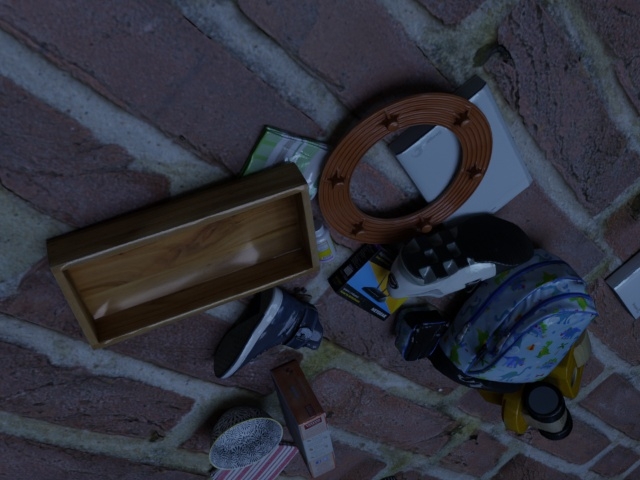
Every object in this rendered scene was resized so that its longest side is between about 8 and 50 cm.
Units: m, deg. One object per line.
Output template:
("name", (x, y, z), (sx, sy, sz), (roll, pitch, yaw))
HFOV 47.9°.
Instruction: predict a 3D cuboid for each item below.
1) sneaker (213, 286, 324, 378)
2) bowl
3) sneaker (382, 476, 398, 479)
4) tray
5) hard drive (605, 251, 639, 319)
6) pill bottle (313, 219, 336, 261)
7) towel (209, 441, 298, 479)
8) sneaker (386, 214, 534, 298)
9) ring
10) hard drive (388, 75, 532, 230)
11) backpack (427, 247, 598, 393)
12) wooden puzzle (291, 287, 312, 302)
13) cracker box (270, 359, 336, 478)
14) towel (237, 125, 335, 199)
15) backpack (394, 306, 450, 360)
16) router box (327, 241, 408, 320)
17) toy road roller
("sneaker", (-0.094, 0.203, 1.419), (0.163, 0.086, 0.226), (26, 112, -36))
("bowl", (-0.174, 0.416, 1.574), (0.170, 0.080, 0.170), (-16, 134, -18))
("sneaker", (0.178, 0.717, 2.090), (0.109, 0.040, 0.043), (-5, 146, -23))
("tray", (-0.212, 0.026, 1.197), (0.411, 0.076, 0.202), (-20, 135, -12))
("hard drive", (0.950, 0.049, 1.947), (0.353, 0.047, 0.233), (-43, 136, 10))
("pill bottle", (0.000, 0.000, 1.336), (0.043, 0.043, 0.083), (-28, 136, -6))
("towel", (-0.153, 0.528, 1.728), (0.197, 0.029, 0.144), (21, 114, -44))
("sneaker", (0.272, 0.042, 1.448), (0.331, 0.122, 0.146), (-9, 152, -25))
("ring", (0.158, -0.113, 1.284), (0.337, 0.032, 0.336), (-13, 138, -12))
("hard drive", (0.277, -0.144, 1.378), (0.203, 0.040, 0.307), (-39, 137, 5))
("backpack", (0.455, 0.188, 1.653), (0.290, 0.273, 0.355), (14, 108, -32))
("wooden puzzle", (-0.047, 0.127, 1.447), (0.049, 0.006, 0.083), (12, 121, -37))
("cracker box", (-0.035, 0.395, 1.583), (0.067, 0.155, 0.232), (-23, 136, -12))
("towel", (-0.052, -0.124, 1.209), (0.152, 0.023, 0.113), (12, 120, -37))
("backpack", (0.218, 0.208, 1.621), (0.105, 0.084, 0.114), (-2, 123, -29))
("router box", (0.119, 0.081, 1.477), (0.133, 0.046, 0.179), (-46, 136, 12))
("toy road roller", (0.554, 0.344, 1.896), (0.202, 0.241, 0.329), (52, 56, -51))
